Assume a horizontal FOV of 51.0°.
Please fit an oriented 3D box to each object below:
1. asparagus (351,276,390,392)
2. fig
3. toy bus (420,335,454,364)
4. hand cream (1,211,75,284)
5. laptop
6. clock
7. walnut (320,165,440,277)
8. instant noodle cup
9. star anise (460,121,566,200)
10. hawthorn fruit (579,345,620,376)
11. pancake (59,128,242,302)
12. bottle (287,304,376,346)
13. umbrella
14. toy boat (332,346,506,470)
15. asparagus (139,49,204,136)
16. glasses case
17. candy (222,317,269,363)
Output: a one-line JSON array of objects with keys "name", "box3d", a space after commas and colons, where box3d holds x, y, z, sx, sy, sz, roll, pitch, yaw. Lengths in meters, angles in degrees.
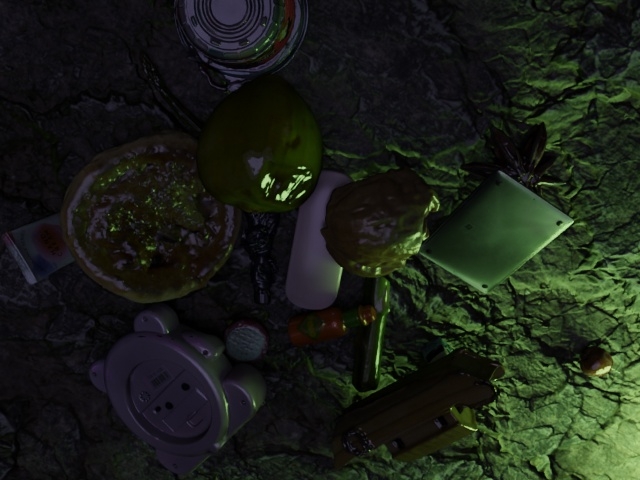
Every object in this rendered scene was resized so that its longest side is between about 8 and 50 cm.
[{"name": "asparagus", "box3d": [0.110, 0.191, 1.439, 0.067, 0.060, 0.277, 12, 105, 15]}, {"name": "fig", "box3d": [-0.109, -0.184, 1.252, 0.239, 0.239, 0.271, 2, 80, 0]}, {"name": "toy bus", "box3d": [0.278, 0.273, 1.449, 0.060, 0.075, 0.123, -42, 101, 10]}, {"name": "hand cream", "box3d": [-0.494, -0.021, 1.382, 0.341, 0.078, 0.124, -23, 104, 11]}, {"name": "laptop", "box3d": [0.342, -0.008, 1.341, 0.188, 0.015, 0.269, 32, 132, -9]}, {"name": "clock", "box3d": [-0.310, 0.310, 1.425, 0.322, 0.113, 0.295, 44, 111, -1]}, {"name": "walnut", "box3d": [0.121, -0.036, 1.295, 0.204, 0.141, 0.238, 30, 92, -30]}, {"name": "instant noodle cup", "box3d": [-0.154, -0.417, 1.212, 0.258, 0.181, 0.302, 8, 105, -1]}, {"name": "star anise", "box3d": [0.392, -0.120, 1.342, 0.229, 0.093, 0.236, -42, 105, 5]}, {"name": "hawthorn fruit", "box3d": [0.613, 0.271, 1.454, 0.103, 0.067, 0.066, 23, 104, -8]}, {"name": "pancake", "box3d": [-0.317, -0.043, 1.318, 0.356, 0.065, 0.356, -5, 102, -24]}, {"name": "bottle", "box3d": [0.026, 0.172, 1.406, 0.187, 0.069, 0.069, -17, 105, 19]}, {"name": "umbrella", "box3d": [-0.125, 0.027, 1.388, 0.080, 0.071, 0.224, 2, 106, 5]}, {"name": "toy boat", "box3d": [0.194, 0.370, 1.404, 0.445, 0.136, 0.162, -35, 88, 30]}, {"name": "asparagus", "box3d": [-0.285, -0.274, 1.330, 0.034, 0.027, 0.236, -40, 101, 5]}, {"name": "glasses case", "box3d": [0.000, 0.000, 1.377, 0.113, 0.075, 0.296, 10, 104, -4]}, {"name": "candy", "box3d": [-0.161, 0.216, 1.453, 0.103, 0.043, 0.103, -1, 106, -2]}]
